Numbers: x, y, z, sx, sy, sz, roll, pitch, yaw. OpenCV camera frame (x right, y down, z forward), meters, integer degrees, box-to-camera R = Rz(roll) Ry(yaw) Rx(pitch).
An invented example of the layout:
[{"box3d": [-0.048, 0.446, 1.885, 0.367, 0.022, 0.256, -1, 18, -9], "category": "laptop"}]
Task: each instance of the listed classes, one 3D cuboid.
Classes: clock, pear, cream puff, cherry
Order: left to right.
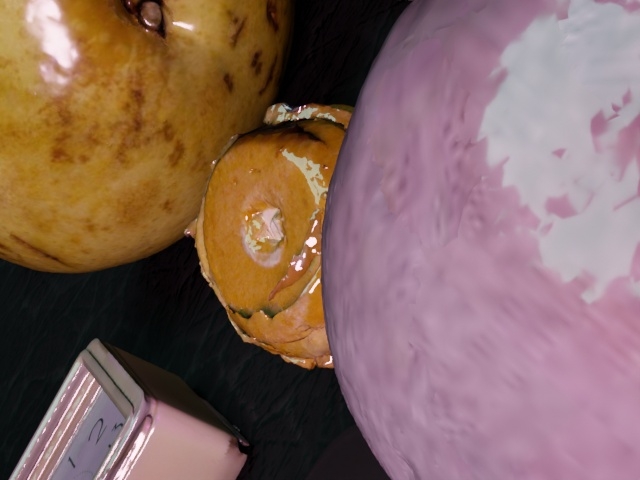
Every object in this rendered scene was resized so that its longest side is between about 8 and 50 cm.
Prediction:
[{"box3d": [-0.159, -0.137, 1.050, 0.304, 0.304, 0.304, -47, 25, 30], "category": "pear"}, {"box3d": [-0.129, 0.162, 0.900, 0.192, 0.071, 0.147, -60, 21, 0], "category": "clock"}, {"box3d": [0.000, 0.000, 0.776, 0.133, 0.104, 0.119, -46, 57, 48], "category": "cream puff"}, {"box3d": [0.100, -0.001, 0.447, 0.213, 0.183, 0.266, -63, 30, 32], "category": "cherry"}]

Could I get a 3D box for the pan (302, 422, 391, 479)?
[{"box3d": [0.041, 0.099, 0.661, 0.235, 0.028, 0.136, -48, 25, 28], "category": "pan"}]
